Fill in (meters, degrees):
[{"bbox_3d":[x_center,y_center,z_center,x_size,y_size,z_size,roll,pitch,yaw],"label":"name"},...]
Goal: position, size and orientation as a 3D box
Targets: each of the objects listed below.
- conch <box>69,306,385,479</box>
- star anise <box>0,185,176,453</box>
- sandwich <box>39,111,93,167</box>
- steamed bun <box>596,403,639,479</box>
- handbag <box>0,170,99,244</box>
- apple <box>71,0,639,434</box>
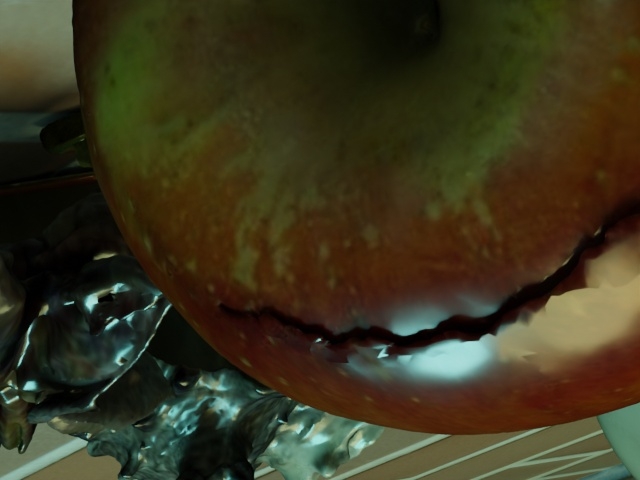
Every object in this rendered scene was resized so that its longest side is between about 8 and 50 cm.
[{"bbox_3d":[-0.035,0.097,1.303,0.240,0.186,0.313,-17,172,29],"label":"conch"},{"bbox_3d":[-0.160,0.043,0.989,0.212,0.129,0.283,-11,155,-3],"label":"star anise"},{"bbox_3d":[-0.077,-0.051,1.013,0.135,0.029,0.067,-3,161,-38],"label":"sandwich"},{"bbox_3d":[0.354,0.067,1.296,0.374,0.334,0.334,13,175,20],"label":"steamed bun"},{"bbox_3d":[-0.102,-0.003,1.122,0.190,0.063,0.127,-9,165,-10],"label":"handbag"},{"bbox_3d":[0.056,-0.061,0.649,0.272,0.252,0.206,-34,160,20],"label":"apple"}]
